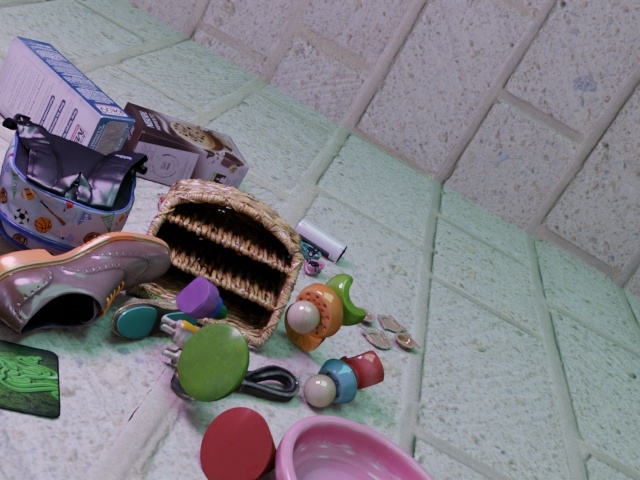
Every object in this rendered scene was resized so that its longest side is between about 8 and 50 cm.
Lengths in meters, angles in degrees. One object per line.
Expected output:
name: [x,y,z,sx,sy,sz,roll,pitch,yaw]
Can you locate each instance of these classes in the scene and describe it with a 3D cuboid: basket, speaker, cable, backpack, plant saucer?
basket: [-0.187,0.028,1.686,0.299,0.213,0.223,27,20,-9]
speaker: [0.000,0.000,2.226,0.136,0.055,0.055,33,21,7]
cable: [-0.149,0.222,1.493,0.287,0.072,0.139,22,28,-22]
backpack: [-0.463,-0.077,1.569,0.277,0.213,0.263,17,16,-17]
plant saucer: [0.066,0.410,1.318,0.332,0.084,0.332,30,20,-12]

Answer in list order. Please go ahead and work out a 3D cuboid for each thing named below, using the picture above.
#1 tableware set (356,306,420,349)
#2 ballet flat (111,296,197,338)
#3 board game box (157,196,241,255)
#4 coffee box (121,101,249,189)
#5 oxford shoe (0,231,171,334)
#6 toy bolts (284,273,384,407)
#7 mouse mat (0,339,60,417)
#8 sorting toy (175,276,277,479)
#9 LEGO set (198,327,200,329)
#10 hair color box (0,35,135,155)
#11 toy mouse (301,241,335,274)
tableware set: [0.147,0.204,2.005,0.169,0.020,0.141,13,27,-38]
ballet flat: [-0.301,0.130,1.519,0.067,0.073,0.206,31,10,30]
board game box: [-0.230,-0.013,1.989,0.281,0.027,0.145,19,24,-27]
coffee box: [-0.348,-0.216,2.164,0.297,0.119,0.168,15,26,-35]
oxford shoe: [-0.379,0.081,1.449,0.364,0.130,0.133,-16,53,-47]
toy bolts: [-0.012,0.206,1.644,0.158,0.218,0.228,-18,84,-47]
mouse mat: [-0.464,0.186,1.248,0.190,0.007,0.152,20,23,-28]
sorting toy: [-0.137,0.230,1.396,0.126,0.127,0.365,42,22,-54]
LEGO set: [-0.202,0.187,1.583,0.054,0.023,0.083,16,12,-39]
hair color box: [-0.581,-0.289,1.944,0.347,0.174,0.105,42,22,27]
toy mouse: [-0.029,0.047,2.114,0.143,0.031,0.161,17,25,-31]
